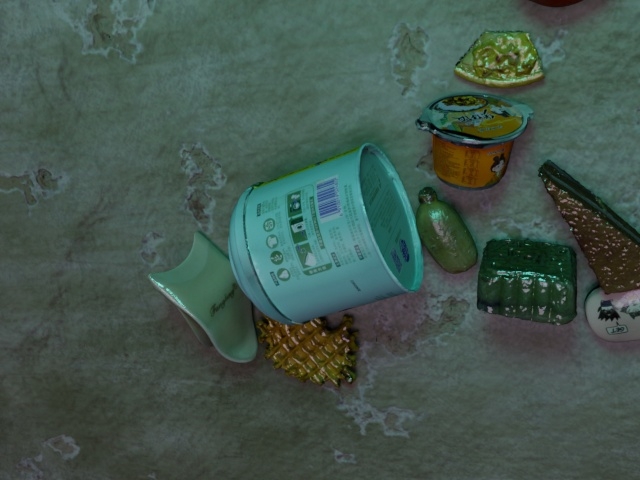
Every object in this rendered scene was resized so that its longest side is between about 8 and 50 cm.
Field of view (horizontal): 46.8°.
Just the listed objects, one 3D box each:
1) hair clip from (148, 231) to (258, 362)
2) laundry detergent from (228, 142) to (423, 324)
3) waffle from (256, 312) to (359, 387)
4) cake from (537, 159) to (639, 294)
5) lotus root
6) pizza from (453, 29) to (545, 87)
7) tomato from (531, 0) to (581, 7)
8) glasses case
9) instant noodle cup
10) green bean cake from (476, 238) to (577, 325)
[{"bbox_3d":[-0.232,0.144,1.606,0.113,0.172,0.282,3,126,36],"label":"hair clip"},{"bbox_3d":[0.000,0.000,1.394,0.305,0.287,0.287,-18,106,23],"label":"laundry detergent"},{"bbox_3d":[-0.029,0.222,1.635,0.231,0.051,0.229,0,115,18],"label":"waffle"},{"bbox_3d":[0.486,-0.022,1.330,0.295,0.116,0.113,45,117,-5],"label":"cake"},{"bbox_3d":[0.236,-0.017,1.431,0.090,0.077,0.183,-24,105,24],"label":"lotus root"},{"bbox_3d":[0.316,-0.318,1.301,0.160,0.036,0.099,7,114,14],"label":"pizza"},{"bbox_3d":[0.371,-0.447,1.161,0.167,0.167,0.167,6,114,15],"label":"tomato"},{"bbox_3d":[0.647,0.106,1.357,0.314,0.075,0.122,-17,109,23],"label":"glasses case"},{"bbox_3d":[0.269,-0.167,1.316,0.208,0.178,0.126,0,126,3],"label":"instant noodle cup"},{"bbox_3d":[0.385,0.068,1.369,0.181,0.173,0.094,6,116,17],"label":"green bean cake"}]
